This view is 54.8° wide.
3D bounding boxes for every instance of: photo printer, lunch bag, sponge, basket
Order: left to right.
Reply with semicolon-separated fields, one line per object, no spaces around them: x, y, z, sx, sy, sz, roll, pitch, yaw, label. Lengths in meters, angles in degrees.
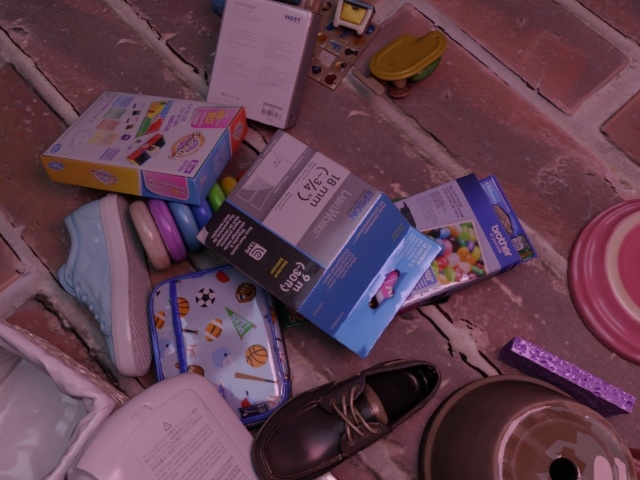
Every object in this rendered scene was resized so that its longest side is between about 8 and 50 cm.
-0.510;0.322;0.982;0.331;0.266;0.328;30;74;11;basket
-0.192;0.360;0.894;0.307;0.107;0.256;53;36;-2;photo printer
-0.183;0.202;1.098;0.243;0.115;0.303;-12;69;0;lunch bag
0.414;0.235;1.059;0.210;0.117;0.031;28;75;12;sponge

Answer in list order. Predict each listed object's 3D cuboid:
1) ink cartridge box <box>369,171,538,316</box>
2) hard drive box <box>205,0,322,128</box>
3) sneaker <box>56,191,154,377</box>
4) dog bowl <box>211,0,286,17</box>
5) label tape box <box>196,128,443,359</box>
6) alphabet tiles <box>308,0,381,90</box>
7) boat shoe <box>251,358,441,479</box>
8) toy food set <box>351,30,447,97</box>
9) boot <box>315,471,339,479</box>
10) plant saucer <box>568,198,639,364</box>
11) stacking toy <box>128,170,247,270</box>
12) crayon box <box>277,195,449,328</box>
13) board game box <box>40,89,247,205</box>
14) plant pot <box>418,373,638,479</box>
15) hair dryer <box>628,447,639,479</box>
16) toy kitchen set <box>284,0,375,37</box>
0.216;0.000;1.099;0.311;0.065;0.186;-20;71;-7;ink cartridge box
-0.116;-0.364;1.251;0.181;0.089;0.232;19;108;8;hard drive box
-0.402;0.092;1.145;0.150;0.135;0.366;-19;61;3;sneaker
-0.101;-0.568;1.355;0.297;0.166;0.074;-38;85;-12;dog bowl
0.000;0.000;1.030;0.333;0.106;0.241;33;82;19;label tape box
0.011;-0.468;1.390;0.198;0.009;0.237;31;74;13;alphabet tiles
0.050;0.269;0.988;0.355;0.130;0.132;-22;73;-35;boat shoe
0.177;-0.364;1.321;0.218;0.071;0.128;-36;49;-13;toy food set
-0.012;0.475;1.006;0.176;0.088;0.244;-43;78;-11;boot
0.633;0.067;1.132;0.332;0.084;0.332;-1;69;2;plant saucer
-0.189;-0.065;1.197;0.330;0.141;0.141;-23;71;-14;stacking toy
0.067;0.041;1.163;0.318;0.081;0.202;-10;70;-1;crayon box
-0.333;-0.189;1.200;0.316;0.064;0.242;10;46;14;board game box
0.324;0.349;0.936;0.323;0.280;0.323;-1;69;2;plant pot
0.633;0.352;1.048;0.293;0.080;0.224;-13;55;-9;hair dryer
0.025;-0.519;1.277;0.166;0.207;0.122;21;102;9;toy kitchen set
